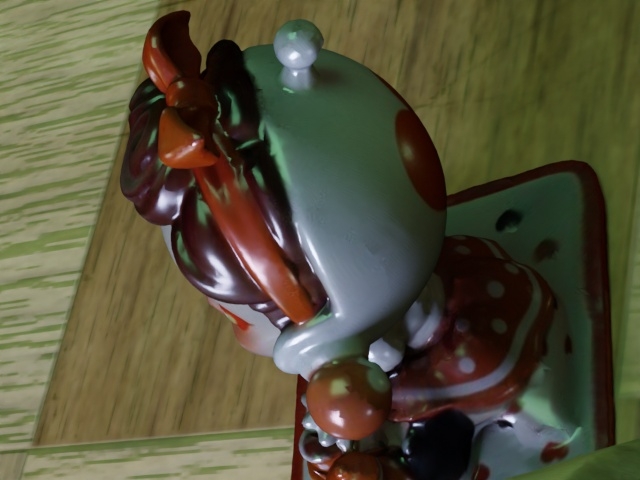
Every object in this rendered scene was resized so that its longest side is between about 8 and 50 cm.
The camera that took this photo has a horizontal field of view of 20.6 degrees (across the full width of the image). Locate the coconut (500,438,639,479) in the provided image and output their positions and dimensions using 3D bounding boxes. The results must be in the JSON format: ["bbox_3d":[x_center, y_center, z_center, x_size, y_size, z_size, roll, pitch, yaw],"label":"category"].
[{"bbox_3d":[0.039,0.192,0.527,0.244,0.239,0.239,-27,46,32],"label":"coconut"}]

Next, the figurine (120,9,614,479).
[{"bbox_3d":[0.000,0.000,0.714,0.160,0.226,0.183,-17,51,27],"label":"figurine"}]
